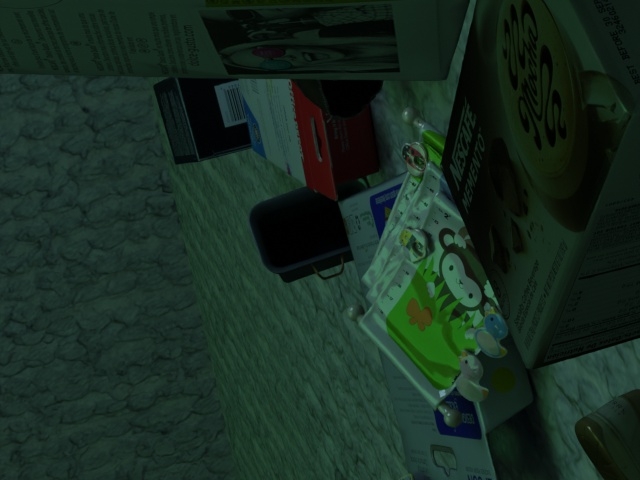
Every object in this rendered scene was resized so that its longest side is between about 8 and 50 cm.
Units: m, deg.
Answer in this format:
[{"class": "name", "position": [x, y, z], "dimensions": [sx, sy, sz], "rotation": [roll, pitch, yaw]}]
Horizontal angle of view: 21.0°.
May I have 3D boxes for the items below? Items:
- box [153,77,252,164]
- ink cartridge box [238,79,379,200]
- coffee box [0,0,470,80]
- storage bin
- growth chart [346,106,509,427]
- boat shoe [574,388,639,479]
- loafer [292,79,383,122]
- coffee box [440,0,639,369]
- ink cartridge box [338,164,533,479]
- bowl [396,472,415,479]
[{"class": "box", "position": [-0.107, -0.163, 2.092], "dimensions": [0.207, 0.153, 0.108], "rotation": [-174, 68, -79]}, {"class": "ink cartridge box", "position": [-0.009, -0.138, 1.811], "dimensions": [0.231, 0.078, 0.134], "rotation": [-144, 40, -60]}, {"class": "coffee box", "position": [-0.074, -0.304, 1.031], "dimensions": [0.338, 0.334, 0.338], "rotation": [93, 177, -79]}, {"class": "storage bin", "position": [0.000, 0.000, 1.886], "dimensions": [0.091, 0.135, 0.098], "rotation": [74, 177, -71]}, {"class": "growth chart", "position": [0.101, 0.028, 1.452], "dimensions": [0.172, 0.021, 0.237], "rotation": [40, 129, 32]}, {"class": "boat shoe", "position": [0.237, 0.173, 1.155], "dimensions": [0.170, 0.059, 0.063], "rotation": [56, 170, -18]}, {"class": "loafer", "position": [0.035, -0.214, 1.488], "dimensions": [0.130, 0.134, 0.366], "rotation": [60, 170, 15]}, {"class": "coffee box", "position": [0.167, -0.070, 1.014], "dimensions": [0.297, 0.119, 0.168], "rotation": [97, 155, -61]}, {"class": "ink cartridge box", "position": [0.111, 0.088, 1.621], "dimensions": [0.303, 0.072, 0.307], "rotation": [162, 90, -77]}, {"class": "bowl", "position": [0.067, 0.319, 1.691], "dimensions": [0.080, 0.170, 0.170], "rotation": [38, 167, -2]}]
